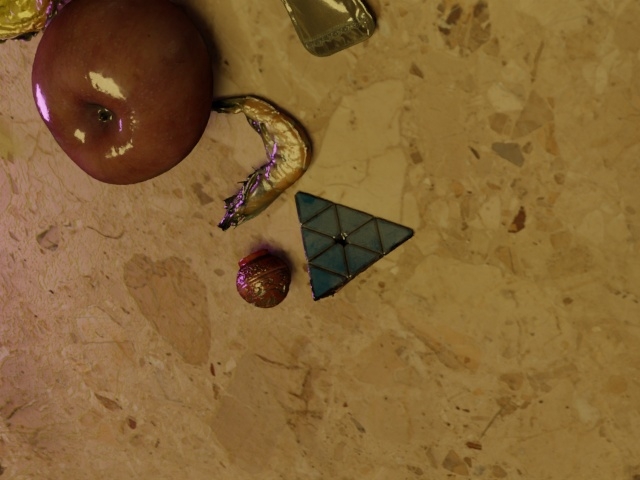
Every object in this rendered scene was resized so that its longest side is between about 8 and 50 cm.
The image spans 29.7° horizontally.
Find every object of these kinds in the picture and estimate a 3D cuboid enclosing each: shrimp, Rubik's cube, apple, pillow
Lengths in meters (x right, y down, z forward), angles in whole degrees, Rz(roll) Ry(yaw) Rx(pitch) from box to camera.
[{"bbox_3d":[-0.139,-0.136,2.015,0.198,0.051,0.262,43,127,-3],"label":"shrimp"},{"bbox_3d":[0.000,0.000,2.002,0.211,0.190,0.178,-40,86,34],"label":"Rubik's cube"},{"bbox_3d":[-0.311,-0.240,1.880,0.305,0.235,0.306,10,126,14],"label":"apple"},{"bbox_3d":[-0.013,-0.375,1.786,0.130,0.033,0.217,-17,117,33],"label":"pillow"}]

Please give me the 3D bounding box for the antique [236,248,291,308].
[{"bbox_3d":[-0.099,0.071,2.113,0.104,0.104,0.104,11,128,15],"label":"antique"}]

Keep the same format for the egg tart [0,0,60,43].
[{"bbox_3d":[-0.528,-0.446,1.915,0.279,0.095,0.279,9,130,10],"label":"egg tart"}]
